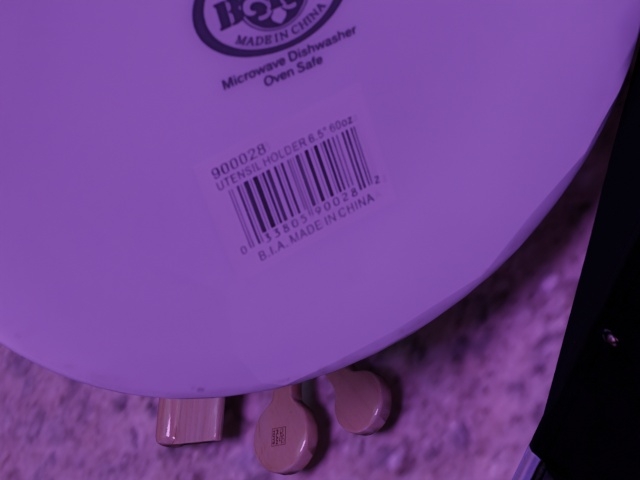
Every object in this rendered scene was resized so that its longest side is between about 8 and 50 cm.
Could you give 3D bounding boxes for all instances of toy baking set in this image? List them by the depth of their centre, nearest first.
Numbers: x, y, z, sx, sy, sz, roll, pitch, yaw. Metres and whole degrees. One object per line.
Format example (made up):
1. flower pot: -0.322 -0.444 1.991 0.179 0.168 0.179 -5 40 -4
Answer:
1. toy baking set: -0.005 -0.001 0.832 0.197 0.030 0.256 25 93 45

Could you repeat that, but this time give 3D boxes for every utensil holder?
1. utensil holder: -0.089 -0.162 0.724 0.327 0.327 0.385 -59 37 13

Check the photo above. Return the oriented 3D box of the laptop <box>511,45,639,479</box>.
1. laptop: 0.206 -0.026 0.448 0.408 0.236 0.382 48 151 23
